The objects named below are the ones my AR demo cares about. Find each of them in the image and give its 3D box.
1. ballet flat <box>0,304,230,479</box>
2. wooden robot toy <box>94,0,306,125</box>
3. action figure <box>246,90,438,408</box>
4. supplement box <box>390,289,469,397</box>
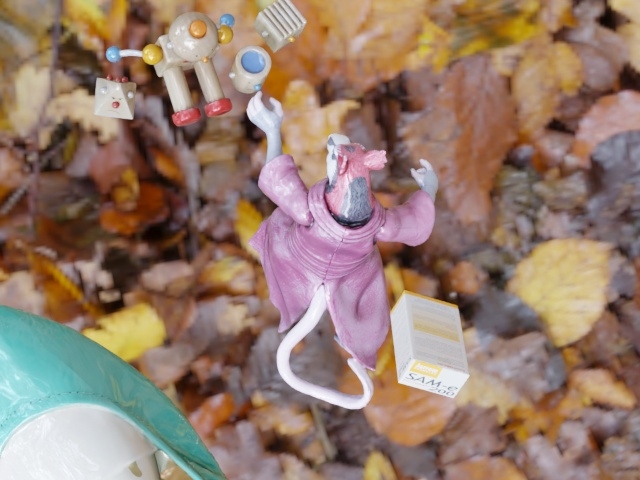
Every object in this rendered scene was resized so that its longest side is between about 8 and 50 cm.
[{"bbox_3d":[-0.069,0.119,0.589,0.083,0.247,0.087,-43,28,1],"label":"ballet flat"},{"bbox_3d":[-0.083,-0.135,1.061,0.076,0.173,0.079,67,162,9],"label":"wooden robot toy"},{"bbox_3d":[0.000,0.000,1.732,0.370,0.248,0.275,106,179,-65],"label":"action figure"},{"bbox_3d":[0.106,0.101,1.419,0.098,0.062,0.036,-93,26,-49],"label":"supplement box"}]
